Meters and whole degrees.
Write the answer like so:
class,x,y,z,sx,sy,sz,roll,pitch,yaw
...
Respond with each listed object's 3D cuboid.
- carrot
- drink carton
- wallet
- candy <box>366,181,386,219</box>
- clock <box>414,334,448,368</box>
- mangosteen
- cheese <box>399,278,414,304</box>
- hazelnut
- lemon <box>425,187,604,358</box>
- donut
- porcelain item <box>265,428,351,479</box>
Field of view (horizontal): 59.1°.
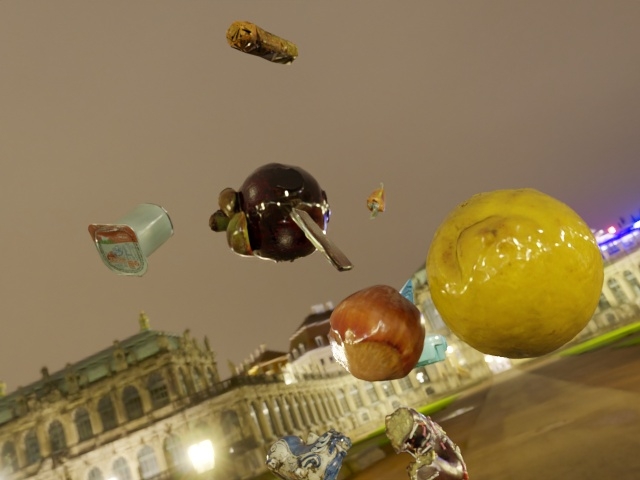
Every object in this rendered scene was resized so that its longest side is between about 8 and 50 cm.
class,x,y,z,sx,sy,sz,roll,pitch,yaw
carrot,-0.126,-0.438,1.259,0.069,0.069,0.229,-32,-10,27
drink carton,-0.585,-0.012,1.786,0.186,0.191,0.189,-2,30,22
wallet,0.000,0.000,1.639,0.031,0.232,0.122,-44,-16,15
candy,0.150,-0.105,1.513,0.047,0.053,0.182,-7,23,16
clock,0.335,0.396,1.966,0.224,0.094,0.274,-24,-21,32
mangosteen,-0.170,-0.101,2.046,0.422,0.380,0.381,-2,-26,-28
cheese,0.182,0.198,1.489,0.052,0.135,0.245,8,24,40
hazelnut,0.096,0.163,1.016,0.182,0.182,0.182,-20,-18,-7
lemon,0.316,0.053,0.938,0.297,0.297,0.297,-20,-18,-7
donut,0.370,0.718,1.876,0.259,0.345,0.136,32,-75,-20
porcelain item,-0.041,0.659,1.733,0.288,0.138,0.186,-15,31,52
